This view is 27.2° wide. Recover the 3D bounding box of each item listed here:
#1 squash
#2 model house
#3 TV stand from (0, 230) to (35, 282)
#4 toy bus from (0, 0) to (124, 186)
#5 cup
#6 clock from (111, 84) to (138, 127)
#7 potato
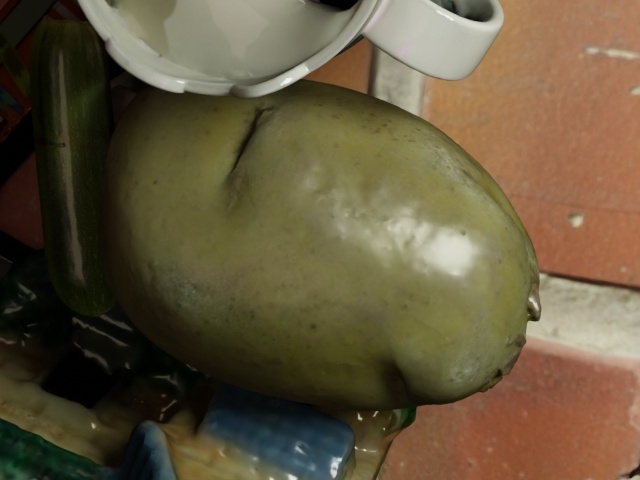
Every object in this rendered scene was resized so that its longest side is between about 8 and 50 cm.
[{"bbox_3d":[-0.183,-0.053,1.004,0.066,0.066,0.229,2,104,16],"label":"squash"},{"bbox_3d":[-0.167,0.220,1.040,0.382,0.342,0.335,24,113,9],"label":"model house"},{"bbox_3d":[-0.329,0.110,1.216,0.049,0.040,0.256,27,113,6],"label":"TV stand"},{"bbox_3d":[-0.260,-0.111,1.098,0.409,0.093,0.092,-42,84,23],"label":"toy bus"},{"bbox_3d":[-0.007,-0.208,0.899,0.289,0.257,0.219,33,114,4],"label":"cup"},{"bbox_3d":[-0.185,-0.065,1.096,0.041,0.087,0.129,30,121,6],"label":"clock"},{"bbox_3d":[0.000,0.000,0.974,0.326,0.243,0.221,13,116,-2],"label":"potato"}]
